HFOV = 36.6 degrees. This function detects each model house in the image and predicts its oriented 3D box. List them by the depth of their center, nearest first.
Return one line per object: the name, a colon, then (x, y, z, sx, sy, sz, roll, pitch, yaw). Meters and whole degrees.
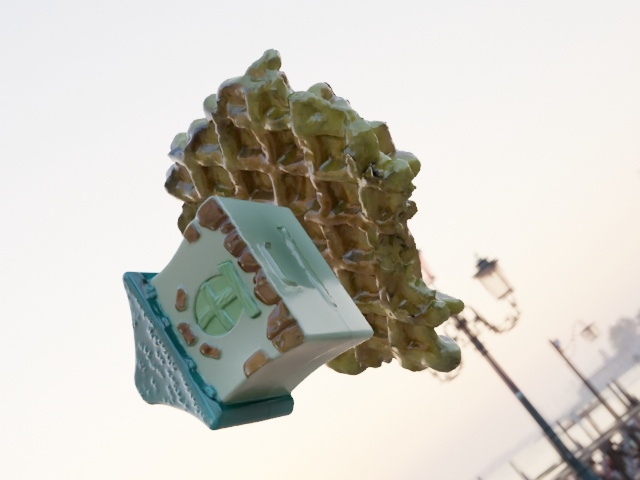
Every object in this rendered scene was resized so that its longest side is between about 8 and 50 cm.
model house: (-0.064, 0.061, 0.665, 0.149, 0.127, 0.100, -44, -23, 22)

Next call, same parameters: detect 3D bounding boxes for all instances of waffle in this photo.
waffle: (-0.005, -0.008, 0.818, 0.282, 0.300, 0.058, -16, 23, 49)
